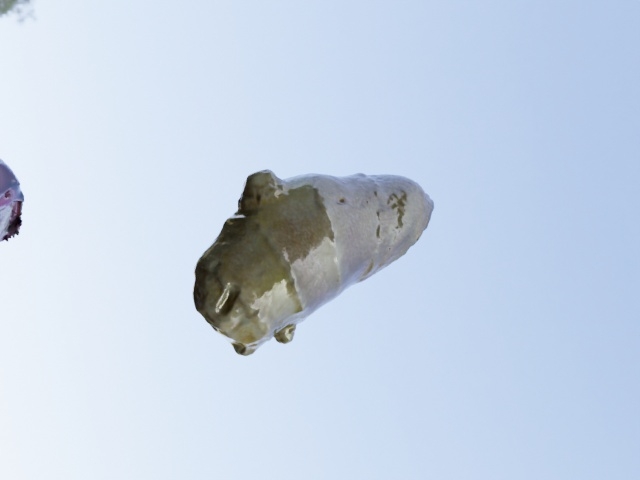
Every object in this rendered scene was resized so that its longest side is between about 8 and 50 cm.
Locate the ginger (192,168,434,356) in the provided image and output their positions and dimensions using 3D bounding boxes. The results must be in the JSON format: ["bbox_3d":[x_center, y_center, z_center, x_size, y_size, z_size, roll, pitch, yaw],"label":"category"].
[{"bbox_3d":[0.000,0.000,0.950,0.126,0.354,0.189,-3,-77,47],"label":"ginger"}]

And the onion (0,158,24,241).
[{"bbox_3d":[-0.517,-0.049,1.154,0.135,0.198,0.173,36,-55,17],"label":"onion"}]
